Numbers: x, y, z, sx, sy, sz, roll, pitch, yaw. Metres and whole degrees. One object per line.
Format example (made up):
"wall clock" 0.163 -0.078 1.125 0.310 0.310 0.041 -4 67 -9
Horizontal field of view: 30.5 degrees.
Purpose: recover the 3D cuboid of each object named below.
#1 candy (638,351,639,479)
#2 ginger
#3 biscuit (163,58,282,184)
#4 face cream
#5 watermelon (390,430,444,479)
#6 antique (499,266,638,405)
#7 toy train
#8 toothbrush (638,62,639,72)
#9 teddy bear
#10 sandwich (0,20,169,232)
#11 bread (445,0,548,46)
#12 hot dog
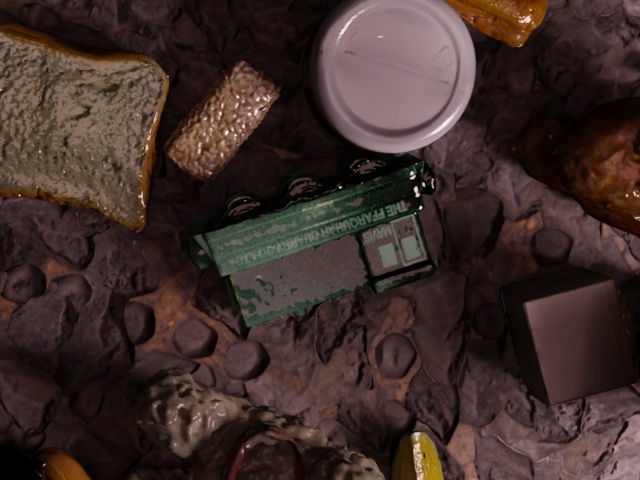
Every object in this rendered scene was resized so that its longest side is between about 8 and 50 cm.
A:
"candy" 0.475 0.173 1.468 0.172 0.398 0.263 2 98 26
"ginger" 0.469 -0.074 1.494 0.418 0.254 0.176 17 88 -12
"biscuit" -0.127 -0.153 1.505 0.082 0.070 0.168 38 93 -4
"face cream" 0.078 -0.210 1.460 0.201 0.187 0.201 -1 96 -5
"watermelon" 0.142 0.339 1.575 0.075 0.092 0.182 -4 88 -19
"antique" 0.328 0.120 1.538 0.147 0.152 0.147 -16 95 -1
"toy train" 0.000 0.000 1.503 0.330 0.138 0.178 -19 102 -3
"toothbrush" 0.614 -0.207 1.594 0.386 0.040 0.040 6 95 -10
"teddy bear" -0.110 0.382 1.496 0.357 0.224 0.368 25 95 12
"sandwich" -0.323 -0.144 1.478 0.251 0.087 0.226 12 94 -7
"bread" 0.165 -0.354 1.493 0.270 0.139 0.077 28 131 -7
"hot dog" -0.335 0.384 1.520 0.194 0.107 0.326 10 118 25
